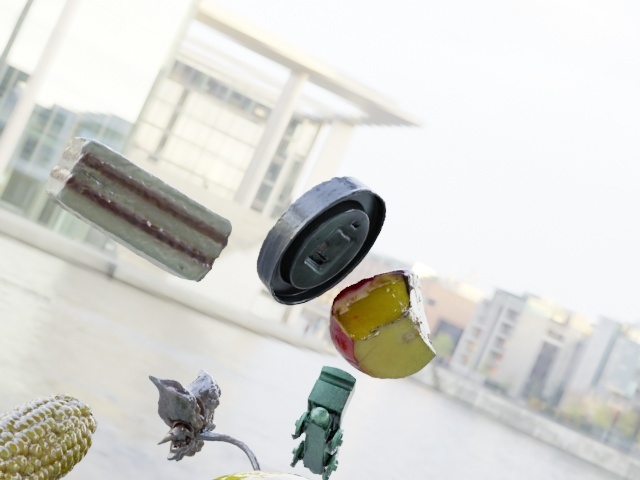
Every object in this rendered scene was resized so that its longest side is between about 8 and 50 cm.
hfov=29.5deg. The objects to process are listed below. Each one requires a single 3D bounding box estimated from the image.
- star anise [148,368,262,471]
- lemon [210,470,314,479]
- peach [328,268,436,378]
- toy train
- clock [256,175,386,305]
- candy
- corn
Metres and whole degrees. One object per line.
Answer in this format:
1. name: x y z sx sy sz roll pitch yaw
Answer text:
1. star anise: -0.124 0.271 1.629 0.227 0.218 0.148 8 -35 26
2. lemon: -0.057 0.411 1.337 0.364 0.364 0.364 24 -4 2
3. peach: 0.078 0.113 1.564 0.118 0.151 0.151 -4 -17 26
4. toy train: 0.008 0.309 2.011 0.083 0.132 0.200 22 -33 9
5. clock: 0.000 0.000 1.497 0.040 0.184 0.184 45 7 26
6. candy: -0.322 -0.052 2.145 0.321 0.135 0.179 32 -7 -25
7. corn: -0.325 0.231 1.149 0.102 0.102 0.313 23 29 15
